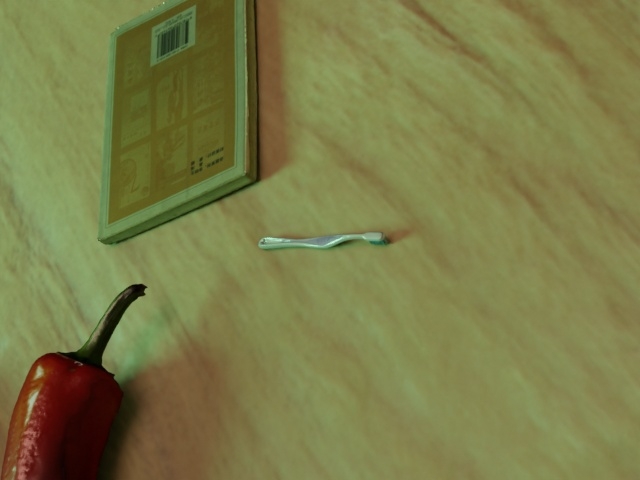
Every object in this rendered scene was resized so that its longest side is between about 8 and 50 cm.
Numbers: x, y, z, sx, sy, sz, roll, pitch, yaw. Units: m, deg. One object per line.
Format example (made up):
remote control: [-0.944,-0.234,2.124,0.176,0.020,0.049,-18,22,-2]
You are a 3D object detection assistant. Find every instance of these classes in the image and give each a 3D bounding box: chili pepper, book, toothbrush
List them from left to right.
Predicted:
chili pepper: [-0.188,0.214,1.392,0.137,0.092,0.368,-12,62,10]
book: [-0.128,-0.125,1.589,0.170,0.018,0.241,-22,51,28]
toothbrush: [0.000,0.000,1.412,0.131,0.013,0.011,-2,53,39]
